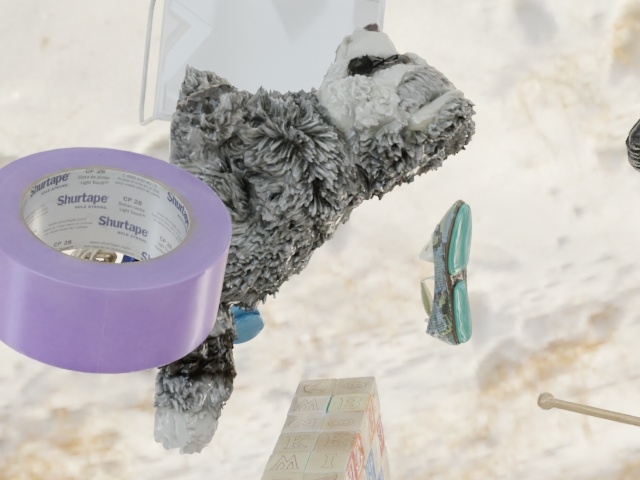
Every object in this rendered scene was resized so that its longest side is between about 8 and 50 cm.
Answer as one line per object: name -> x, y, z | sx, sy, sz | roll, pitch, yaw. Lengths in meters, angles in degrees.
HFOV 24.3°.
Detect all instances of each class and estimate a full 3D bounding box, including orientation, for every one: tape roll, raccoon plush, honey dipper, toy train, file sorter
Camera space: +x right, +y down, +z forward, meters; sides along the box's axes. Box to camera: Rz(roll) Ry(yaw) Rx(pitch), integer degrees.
tape roll -> -0.165, 0.011, 1.122 | 0.189, 0.189, 0.080 | -1, 126, -21
raccoon plush -> 0.000, 0.000, 1.527 | 0.299, 0.446, 0.216 | 5, -166, 3
honey dipper -> 0.289, 0.172, 1.439 | 0.160, 0.030, 0.030 | 12, 152, 4
toy train -> -0.195, 0.067, 1.777 | 0.248, 0.143, 0.105 | -5, 137, -31
file sorter -> -0.084, -0.222, 1.892 | 0.277, 0.193, 0.173 | 7, 175, -18

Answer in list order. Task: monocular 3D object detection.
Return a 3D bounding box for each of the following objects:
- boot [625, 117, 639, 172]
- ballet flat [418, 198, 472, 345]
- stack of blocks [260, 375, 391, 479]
boot -> 0.419, -0.207, 1.621 | 0.260, 0.131, 0.348 | -45, 127, -2
ballet flat -> 0.151, 0.039, 1.837 | 0.070, 0.188, 0.070 | 0, -166, 0
stack of blocks -> 0.007, 0.280, 1.516 | 0.087, 0.171, 0.297 | -5, -161, 12
